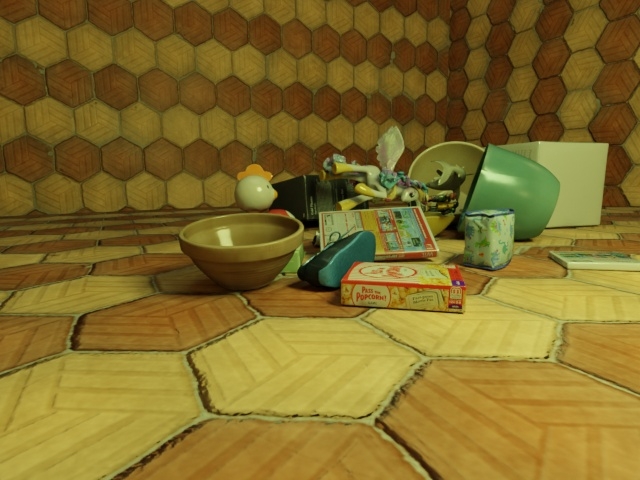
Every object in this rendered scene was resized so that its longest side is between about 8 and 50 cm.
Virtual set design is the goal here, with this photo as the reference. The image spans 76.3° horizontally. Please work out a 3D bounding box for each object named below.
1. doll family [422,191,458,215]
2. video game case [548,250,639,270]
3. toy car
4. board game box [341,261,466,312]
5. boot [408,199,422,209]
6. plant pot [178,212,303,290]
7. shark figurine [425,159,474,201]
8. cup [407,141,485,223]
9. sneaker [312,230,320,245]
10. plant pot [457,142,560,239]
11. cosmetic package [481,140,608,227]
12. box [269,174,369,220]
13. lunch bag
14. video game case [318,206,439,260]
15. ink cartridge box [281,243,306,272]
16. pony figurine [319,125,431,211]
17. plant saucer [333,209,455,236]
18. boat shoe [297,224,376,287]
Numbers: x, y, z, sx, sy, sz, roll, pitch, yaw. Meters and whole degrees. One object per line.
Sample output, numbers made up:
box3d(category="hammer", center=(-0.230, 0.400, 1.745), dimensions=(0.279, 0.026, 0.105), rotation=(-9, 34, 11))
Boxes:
box3d(category="doll family", center=(0.392, -0.118, 1.322), dimensions=(0.111, 0.076, 0.193), rotation=(-4, 6, 7))
box3d(category="video game case", center=(0.635, 0.046, 0.944), dimensions=(0.157, 0.019, 0.143), rotation=(1, 9, 14))
box3d(category="toy car", center=(-0.167, -0.102, 1.174), dimensions=(0.210, 0.238, 0.219), rotation=(-1, 3, 1))
box3d(category="board game box", center=(0.143, 0.076, 0.704), dimensions=(0.193, 0.045, 0.147), rotation=(1, 9, 13))
box3d(category="boot", center=(0.208, -0.047, 1.191), dimensions=(0.178, 0.085, 0.236), rotation=(-1, 34, 13))
box3d(category="plant pot", center=(-0.149, 0.024, 0.800), dimensions=(0.237, 0.110, 0.237), rotation=(-1, 19, 0))
box3d(category="shark figurine", center=(0.450, -0.192, 1.376), dimensions=(0.166, 0.116, 0.278), rotation=(-2, -5, 10))
box3d(category="cup", center=(0.523, -0.187, 1.624), dimensions=(0.330, 0.331, 0.237), rotation=(2, -27, 18))
box3d(category="sneaker", center=(0.000, 0.000, 1.250), dimensions=(0.043, 0.040, 0.109), rotation=(15, 11, -7))
box3d(category="plant pot", center=(0.596, -0.132, 1.287), dimensions=(0.235, 0.293, 0.293), rotation=(20, 14, 14))
box3d(category="cosmetic package", center=(0.896, -0.237, 1.719), dimensions=(0.327, 0.330, 0.393), rotation=(-3, 10, -15))
box3d(category="box", center=(-0.018, -0.179, 1.775), dimensions=(0.312, 0.179, 0.343), rotation=(-8, 3, -33))
box3d(category="lunch bag", center=(0.404, -0.008, 0.950), dimensions=(0.151, 0.129, 0.096), rotation=(-8, 12, -37))
box3d(category="video game case", center=(0.140, -0.019, 1.058), dimensions=(0.285, 0.025, 0.204), rotation=(-3, 36, 0))
box3d(category="ink cartridge box", center=(-0.126, 0.029, 1.003), dimensions=(0.171, 0.056, 0.235), rotation=(-1, 11, 2))
box3d(category="pony figurine", center=(0.191, -0.223, 1.469), dimensions=(0.363, 0.303, 0.351), rotation=(-2, 46, -25))
box3d(category="plant saucer", center=(0.242, -0.059, 1.441), dimensions=(0.332, 0.081, 0.333), rotation=(-3, 9, -16))
box3d(category="boat shoe", center=(0.040, 0.025, 0.851), dimensions=(0.089, 0.109, 0.258), rotation=(0, 6, 29))
